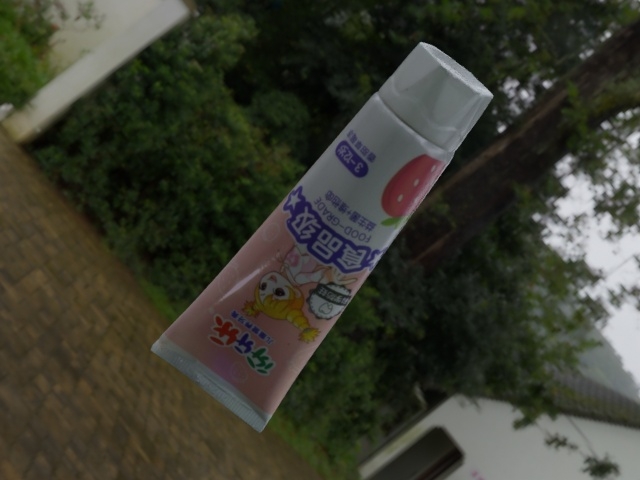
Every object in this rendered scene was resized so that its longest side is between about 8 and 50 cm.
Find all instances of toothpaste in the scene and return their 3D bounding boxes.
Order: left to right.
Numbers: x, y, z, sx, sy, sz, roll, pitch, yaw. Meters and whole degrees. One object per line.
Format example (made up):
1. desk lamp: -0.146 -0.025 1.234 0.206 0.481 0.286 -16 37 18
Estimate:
1. toothpaste: 0.000 0.000 0.440 0.067 0.194 0.043 37 19 -1
